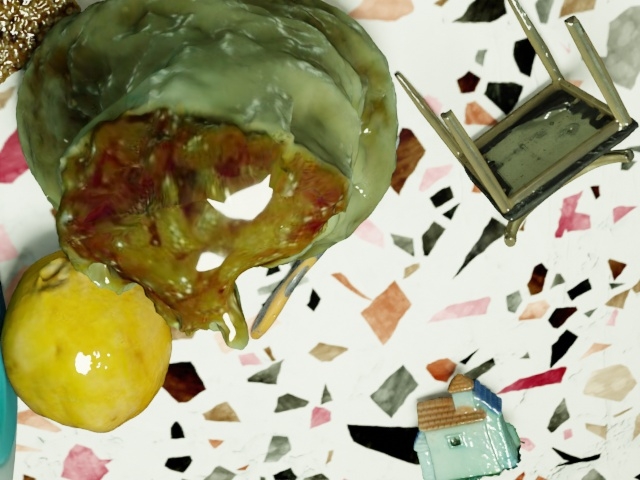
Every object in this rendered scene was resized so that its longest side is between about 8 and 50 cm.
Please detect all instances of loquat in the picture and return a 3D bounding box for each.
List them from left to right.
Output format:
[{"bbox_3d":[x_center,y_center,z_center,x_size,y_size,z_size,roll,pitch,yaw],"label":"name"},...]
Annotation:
[{"bbox_3d":[-0.252,0.112,0.890,0.176,0.187,0.234,5,130,16],"label":"loquat"}]

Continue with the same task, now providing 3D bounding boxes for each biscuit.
[{"bbox_3d":[-0.349,-0.264,0.747,0.131,0.026,0.237,-38,122,5],"label":"biscuit"}]

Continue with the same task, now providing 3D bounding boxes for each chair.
[{"bbox_3d":[0.243,-0.114,0.910,0.188,0.166,0.272,-38,121,7],"label":"chair"}]

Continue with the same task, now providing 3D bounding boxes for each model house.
[{"bbox_3d":[0.201,0.253,1.148,0.148,0.119,0.149,-13,98,18],"label":"model house"}]

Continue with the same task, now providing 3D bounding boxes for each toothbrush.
[{"bbox_3d":[0.001,0.001,0.986,0.023,0.031,0.321,26,108,-25],"label":"toothbrush"}]

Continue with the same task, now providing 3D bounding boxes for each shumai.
[{"bbox_3d":[-0.093,-0.063,0.754,0.397,0.323,0.324,7,115,-14],"label":"shumai"}]

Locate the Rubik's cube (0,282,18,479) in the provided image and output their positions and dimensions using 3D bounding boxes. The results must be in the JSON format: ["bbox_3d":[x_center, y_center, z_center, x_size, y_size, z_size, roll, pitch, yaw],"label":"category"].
[{"bbox_3d":[-0.486,0.149,0.747,0.352,0.347,0.352,-8,120,-12],"label":"Rubik's cube"}]
